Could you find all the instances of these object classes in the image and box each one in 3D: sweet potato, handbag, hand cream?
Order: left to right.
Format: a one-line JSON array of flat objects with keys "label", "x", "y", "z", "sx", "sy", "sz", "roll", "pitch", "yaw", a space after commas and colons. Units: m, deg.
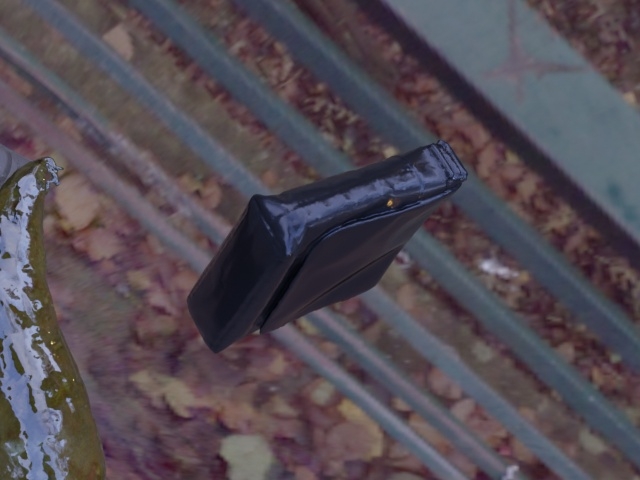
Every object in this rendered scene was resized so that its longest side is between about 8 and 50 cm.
[{"label": "hand cream", "x": -0.341, "y": -0.068, "z": 1.551, "sx": 0.054, "sy": 0.186, "sz": 0.087, "roll": 3, "pitch": 77, "yaw": 14}, {"label": "sweet potato", "x": -0.292, "y": 0.127, "z": 1.448, "sx": 0.131, "sy": 0.130, "sz": 0.422, "roll": -7, "pitch": 84, "yaw": -20}, {"label": "handbag", "x": 0.000, "y": 0.000, "z": 1.386, "sx": 0.223, "sy": 0.247, "sz": 0.080, "roll": -22, "pitch": 73, "yaw": -31}]
